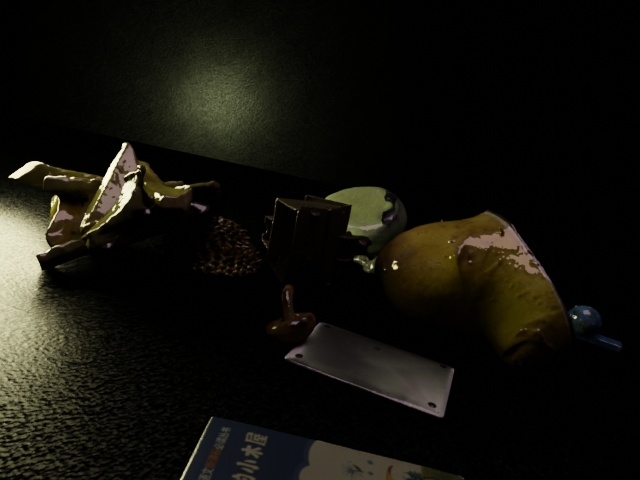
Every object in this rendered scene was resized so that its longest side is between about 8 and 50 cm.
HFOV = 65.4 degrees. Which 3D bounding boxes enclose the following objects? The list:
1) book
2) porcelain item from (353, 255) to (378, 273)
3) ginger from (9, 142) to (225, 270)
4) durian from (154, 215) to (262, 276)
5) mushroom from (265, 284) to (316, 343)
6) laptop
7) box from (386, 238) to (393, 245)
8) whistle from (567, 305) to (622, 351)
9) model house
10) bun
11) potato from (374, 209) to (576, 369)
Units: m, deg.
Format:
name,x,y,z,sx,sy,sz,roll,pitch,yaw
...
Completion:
name,x,y,z,sx,sy,sz,roll,pitch,yaw
book,0.012,0.283,0.505,0.323,0.018,0.228,13,13,1
porcelain item,0.177,0.080,1.402,0.081,0.069,0.216,-3,16,-36
ginger,-0.440,-0.101,1.053,0.414,0.211,0.358,-13,15,11
durian,-0.255,0.015,1.182,0.252,0.144,0.139,0,-4,-27
mushroom,-0.050,0.138,0.898,0.088,0.072,0.129,-22,36,22
laptop,0.091,0.214,0.862,0.269,0.015,0.188,17,15,16
box,0.283,0.083,1.368,0.132,0.034,0.235,56,-12,-32
whistle,0.691,0.214,1.271,0.158,0.090,0.090,19,15,25
model house,0.000,0.000,1.225,0.244,0.211,0.204,3,18,-27
bun,0.128,-0.036,1.576,0.294,0.187,0.293,-5,33,3
potato,0.292,0.131,1.072,0.296,0.289,0.396,-16,58,-2
